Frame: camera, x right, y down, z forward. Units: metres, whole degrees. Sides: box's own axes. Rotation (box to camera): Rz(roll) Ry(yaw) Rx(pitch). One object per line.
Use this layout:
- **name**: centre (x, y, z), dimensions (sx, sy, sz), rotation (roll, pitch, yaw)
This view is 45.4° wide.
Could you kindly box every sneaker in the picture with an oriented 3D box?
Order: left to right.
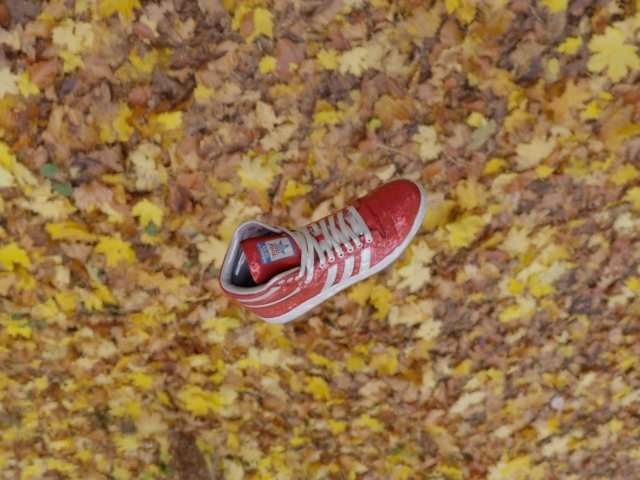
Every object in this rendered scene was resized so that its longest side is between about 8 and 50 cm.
- **sneaker**: centre (0.000, 0.000, 0.407), dimensions (0.118, 0.042, 0.067), rotation (-37, 151, 9)
